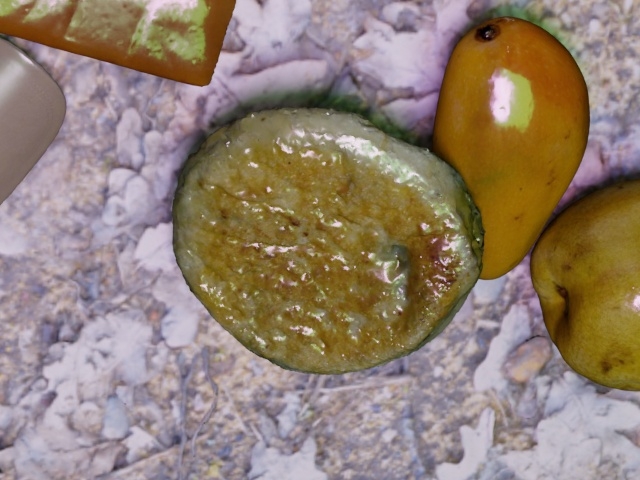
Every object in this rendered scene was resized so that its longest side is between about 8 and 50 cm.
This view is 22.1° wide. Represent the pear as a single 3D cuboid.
[{"bbox_3d":[0.290,0.041,1.464,0.200,0.200,0.200,-4,114,-10],"label":"pear"}]

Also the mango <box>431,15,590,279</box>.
[{"bbox_3d":[0.164,-0.075,1.423,0.138,0.113,0.253,-11,124,-23],"label":"mango"}]

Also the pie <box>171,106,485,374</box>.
[{"bbox_3d":[0.000,0.000,1.409,0.277,0.078,0.277,6,123,9],"label":"pie"}]

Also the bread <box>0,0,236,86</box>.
[{"bbox_3d":[-0.188,-0.194,1.335,0.226,0.049,0.088,15,110,-16],"label":"bread"}]

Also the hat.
[{"bbox_3d":[-0.301,-0.071,1.331,0.173,0.144,0.166,-34,120,30],"label":"hat"}]
